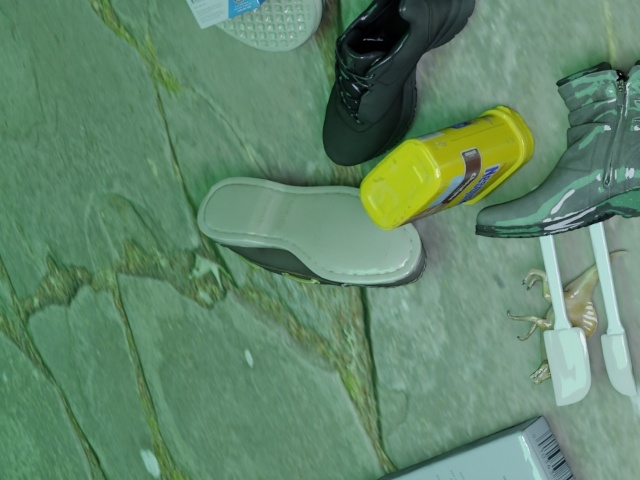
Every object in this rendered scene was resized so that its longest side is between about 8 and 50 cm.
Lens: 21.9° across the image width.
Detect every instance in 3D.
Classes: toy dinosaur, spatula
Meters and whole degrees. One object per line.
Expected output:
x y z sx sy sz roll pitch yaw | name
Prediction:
0.267 0.067 1.815 0.093 0.053 0.183 33 109 17 | toy dinosaur
0.310 0.052 1.757 0.168 0.019 0.242 -8 94 30 | spatula

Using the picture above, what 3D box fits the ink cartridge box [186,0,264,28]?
-0.121 -0.315 1.875 0.088 0.052 0.122 -16 112 32 | ink cartridge box

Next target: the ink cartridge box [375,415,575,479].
0.193 0.405 1.939 0.330 0.071 0.324 -27 89 38 | ink cartridge box

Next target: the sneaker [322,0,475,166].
0.057 -0.195 1.852 0.109 0.130 0.286 43 129 21 | sneaker

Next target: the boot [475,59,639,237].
0.267 -0.093 1.708 0.246 0.083 0.161 -13 88 22 | boot

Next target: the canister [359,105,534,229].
0.136 -0.077 1.790 0.126 0.170 0.073 -42 75 42 | canister

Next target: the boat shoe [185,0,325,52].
-0.156 -0.443 1.952 0.500 0.156 0.187 50 127 -2 | boat shoe

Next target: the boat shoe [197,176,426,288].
0.000 0.000 1.991 0.324 0.097 0.116 12 71 36 | boat shoe
